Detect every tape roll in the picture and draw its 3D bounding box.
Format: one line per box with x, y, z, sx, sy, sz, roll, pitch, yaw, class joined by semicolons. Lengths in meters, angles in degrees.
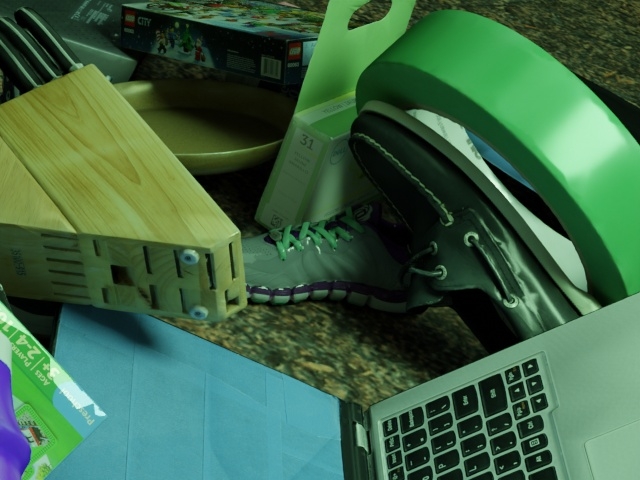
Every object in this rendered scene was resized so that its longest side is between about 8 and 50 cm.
0.167;-0.047;1.601;0.077;0.321;0.321;-43;58;-17;tape roll

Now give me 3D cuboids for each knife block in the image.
-0.172;-0.070;1.420;0.276;0.088;0.242;7;51;8;knife block

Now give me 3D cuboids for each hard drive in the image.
-0.293;-0.234;1.925;0.255;0.054;0.172;19;28;0;hard drive

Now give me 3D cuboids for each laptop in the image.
0.045;0.131;1.271;0.408;0.236;0.382;-24;29;11;laptop

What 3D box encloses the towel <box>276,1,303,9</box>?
0.008;-0.205;2.076;0.144;0.029;0.197;15;28;-4;towel

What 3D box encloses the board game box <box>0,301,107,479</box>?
-0.259;0.124;1.147;0.160;0.039;0.211;48;66;-7;board game box

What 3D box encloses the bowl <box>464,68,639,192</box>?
0.279;-0.089;1.862;0.391;0.077;0.391;27;14;-7;bowl

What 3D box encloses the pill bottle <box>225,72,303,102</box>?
-0.034;-0.156;1.923;0.120;0.067;0.067;25;29;13;pill bottle

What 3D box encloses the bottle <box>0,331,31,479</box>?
-0.210;0.184;1.053;0.092;0.118;0.283;-4;61;1;bottle

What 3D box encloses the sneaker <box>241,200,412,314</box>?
0.000;0.000;1.632;0.224;0.098;0.083;5;31;-23;sneaker

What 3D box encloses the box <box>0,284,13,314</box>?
-0.371;0.056;1.248;0.270;0.060;0.216;30;63;24;box

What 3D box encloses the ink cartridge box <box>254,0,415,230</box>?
0.037;-0.123;1.725;0.056;0.235;0.171;35;32;20;ink cartridge box

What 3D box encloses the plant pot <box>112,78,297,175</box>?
-0.130;-0.105;1.761;0.236;0.032;0.236;2;22;-1;plant pot

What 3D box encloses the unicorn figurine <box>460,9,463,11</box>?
0.116;-0.179;2.026;0.060;0.162;0.111;17;1;9;unicorn figurine

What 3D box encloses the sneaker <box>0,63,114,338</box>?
-0.225;-0.049;1.531;0.099;0.153;0.282;9;29;-15;sneaker

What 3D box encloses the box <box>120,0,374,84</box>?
-0.060;-0.198;1.828;0.233;0.044;0.159;17;21;41;box

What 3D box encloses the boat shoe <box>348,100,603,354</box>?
0.124;0.035;1.557;0.113;0.127;0.340;-42;90;-14;boat shoe
